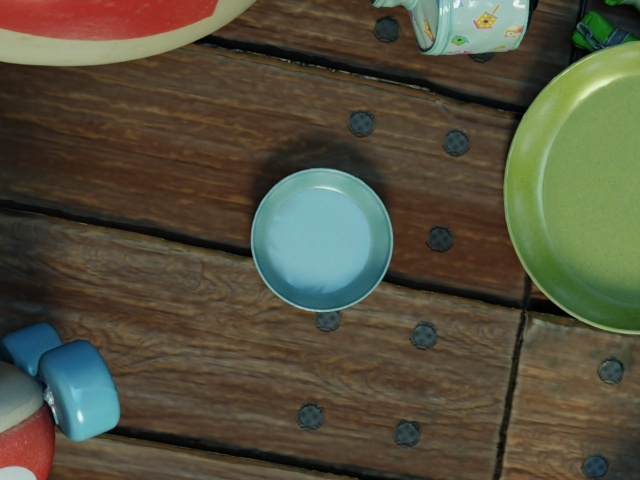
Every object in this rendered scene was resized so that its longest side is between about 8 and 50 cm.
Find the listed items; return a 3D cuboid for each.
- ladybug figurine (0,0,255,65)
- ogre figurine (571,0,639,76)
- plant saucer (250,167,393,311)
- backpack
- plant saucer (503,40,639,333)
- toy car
[{"bbox_3d":[-0.209,-0.292,1.468,0.449,0.162,0.305,-5,76,-24],"label":"ladybug figurine"},{"bbox_3d":[0.325,-0.195,1.634,0.197,0.097,0.118,-31,74,-25],"label":"ogre figurine"},{"bbox_3d":[0.000,0.000,1.599,0.119,0.021,0.119,1,86,-9],"label":"plant saucer"},{"bbox_3d":[0.107,-0.242,1.559,0.144,0.166,0.188,-10,85,-9],"label":"backpack"},{"bbox_3d":[0.268,-0.043,1.586,0.241,0.037,0.240,-2,87,29],"label":"plant saucer"},{"bbox_3d":[-0.256,0.214,1.466,0.219,0.210,0.238,-22,103,-21],"label":"toy car"}]
